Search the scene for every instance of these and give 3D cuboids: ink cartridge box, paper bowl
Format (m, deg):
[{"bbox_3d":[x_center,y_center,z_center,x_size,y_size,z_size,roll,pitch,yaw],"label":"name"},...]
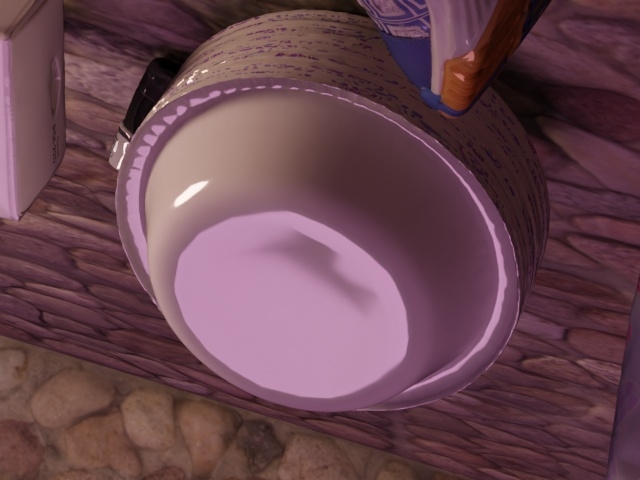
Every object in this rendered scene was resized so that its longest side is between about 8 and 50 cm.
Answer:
[{"bbox_3d":[-0.294,-0.117,1.379,0.218,0.092,0.158,11,128,10],"label":"ink cartridge box"},{"bbox_3d":[0.000,0.000,1.312,0.284,0.148,0.284,12,131,15],"label":"paper bowl"}]

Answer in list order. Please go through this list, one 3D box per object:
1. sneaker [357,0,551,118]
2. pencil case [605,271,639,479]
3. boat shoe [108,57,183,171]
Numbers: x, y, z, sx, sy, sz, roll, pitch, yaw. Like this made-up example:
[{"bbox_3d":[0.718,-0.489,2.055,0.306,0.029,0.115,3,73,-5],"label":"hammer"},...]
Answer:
[{"bbox_3d":[0.041,-0.152,0.884,0.131,0.112,0.296,31,169,13],"label":"sneaker"},{"bbox_3d":[0.263,0.097,1.367,0.113,0.273,0.124,11,173,-1],"label":"pencil case"},{"bbox_3d":[-0.001,-0.046,1.477,0.306,0.105,0.113,26,-163,5],"label":"boat shoe"}]
